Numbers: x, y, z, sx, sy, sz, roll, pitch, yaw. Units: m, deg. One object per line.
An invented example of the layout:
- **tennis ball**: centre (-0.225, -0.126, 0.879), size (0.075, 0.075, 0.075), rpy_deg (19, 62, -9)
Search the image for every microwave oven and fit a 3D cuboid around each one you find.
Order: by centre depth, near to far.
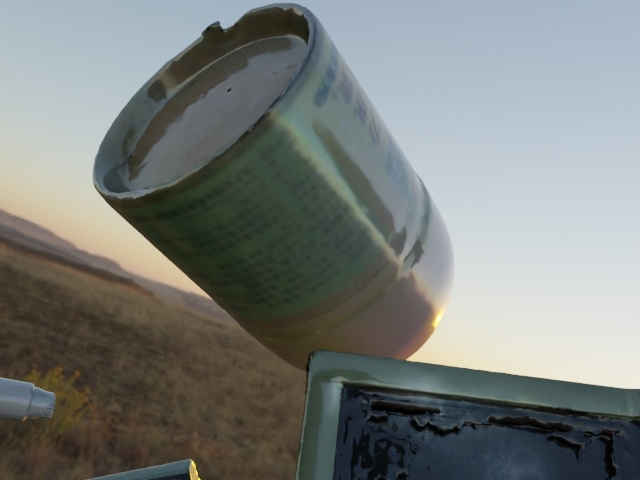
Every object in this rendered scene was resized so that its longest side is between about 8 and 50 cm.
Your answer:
- **microwave oven**: centre (0.148, 0.258, 0.521), size (0.355, 0.218, 0.286), rpy_deg (7, -37, 1)

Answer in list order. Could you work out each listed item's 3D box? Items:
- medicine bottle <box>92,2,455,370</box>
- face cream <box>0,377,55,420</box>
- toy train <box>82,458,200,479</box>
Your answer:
- **medicine bottle**: centre (0.000, 0.000, 0.651), size (0.236, 0.235, 0.406), rpy_deg (11, -29, 46)
- **face cream**: centre (-0.255, 0.106, 0.453), size (0.130, 0.034, 0.034), rpy_deg (18, -7, -24)
- **toy train**: centre (-0.231, 0.287, 0.512), size (0.300, 0.131, 0.202), rpy_deg (-10, 15, -2)
